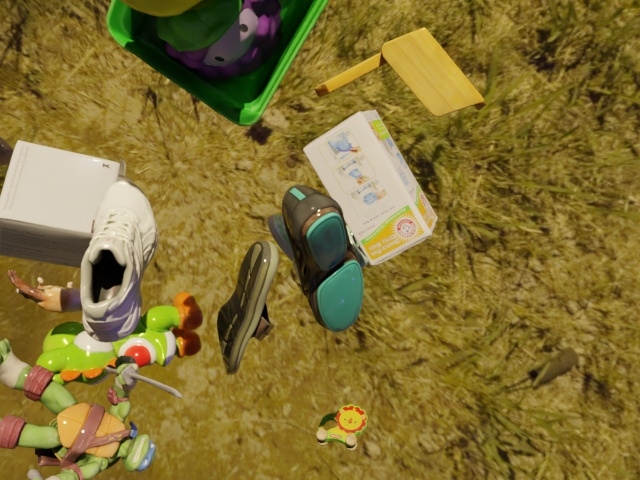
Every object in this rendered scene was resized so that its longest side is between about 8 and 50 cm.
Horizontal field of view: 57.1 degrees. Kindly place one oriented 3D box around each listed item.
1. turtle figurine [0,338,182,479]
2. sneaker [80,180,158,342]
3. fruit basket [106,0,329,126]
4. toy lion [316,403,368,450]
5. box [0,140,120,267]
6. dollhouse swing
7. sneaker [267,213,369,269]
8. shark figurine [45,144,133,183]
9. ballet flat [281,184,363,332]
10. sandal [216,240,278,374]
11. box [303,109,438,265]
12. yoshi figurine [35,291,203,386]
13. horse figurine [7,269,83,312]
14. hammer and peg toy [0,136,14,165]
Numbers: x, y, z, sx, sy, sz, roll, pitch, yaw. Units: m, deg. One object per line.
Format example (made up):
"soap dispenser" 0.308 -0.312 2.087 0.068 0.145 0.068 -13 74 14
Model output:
"turtle figurine" -0.338 0.239 0.793 0.266 0.274 0.198 25 85 -11
"sneaker" -0.269 0.011 0.785 0.090 0.115 0.232 1 64 -10
"fruit basket" -0.122 -0.340 0.691 0.282 0.392 0.392 34 89 -5
"toy lion" 0.049 0.393 1.251 0.100 0.096 0.034 6 135 13
"box" -0.474 -0.061 1.067 0.181 0.119 0.181 12 51 -23
"dollhouse swing" 0.206 -0.391 1.558 0.305 0.347 0.315 -40 101 17
"sneaker" 0.000 0.000 1.270 0.151 0.094 0.256 -43 62 4
"shark figurine" -0.543 -0.159 1.460 0.278 0.166 0.116 12 75 20
"ballet flat" 0.003 0.022 0.837 0.095 0.096 0.281 -32 143 -17
"sandal" -0.117 0.133 1.046 0.086 0.120 0.303 7 130 -27
"box" 0.080 -0.082 0.888 0.103 0.114 0.203 -29 94 21
"yoshi figurine" -0.466 0.221 1.340 0.362 0.203 0.204 -13 79 -37
"horse figurine" -0.605 0.132 1.402 0.263 0.174 0.066 17 90 -49
"hammer and peg toy" -0.961 -0.193 1.432 0.127 0.266 0.361 42 65 12
